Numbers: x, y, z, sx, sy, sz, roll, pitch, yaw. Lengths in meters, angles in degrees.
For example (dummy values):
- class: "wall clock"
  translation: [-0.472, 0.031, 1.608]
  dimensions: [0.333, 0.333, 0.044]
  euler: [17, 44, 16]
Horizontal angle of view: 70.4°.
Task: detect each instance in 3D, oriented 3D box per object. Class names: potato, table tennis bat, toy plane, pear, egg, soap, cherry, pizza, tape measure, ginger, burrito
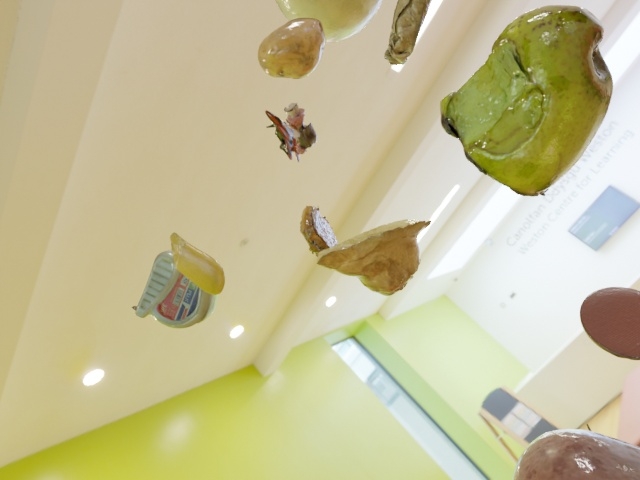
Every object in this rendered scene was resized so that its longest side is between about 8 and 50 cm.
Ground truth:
- class: "potato"
  translation: [-0.056, -0.386, 0.925]
  dimensions: [0.147, 0.111, 0.112]
  euler: [-20, -20, 15]
- class: "table tennis bat"
  translation: [0.812, 0.234, 1.155]
  dimensions: [0.201, 0.310, 0.038]
  euler: [-31, -48, 1]
- class: "toy plane"
  translation: [-0.107, -0.307, 1.290]
  dimensions: [0.061, 0.129, 0.189]
  euler: [-13, -32, 35]
- class: "pear"
  translation: [0.356, -0.230, 0.742]
  dimensions: [0.164, 0.238, 0.255]
  euler: [-10, -29, -38]
- class: "egg"
  translation: [0.047, -0.647, 1.072]
  dimensions: [0.338, 0.201, 0.336]
  euler: [-9, -69, -24]
- class: "soap"
  translation: [-0.269, 0.052, 0.965]
  dimensions: [0.033, 0.169, 0.089]
  euler: [-33, -31, -57]
- class: "cherry"
  translation: [0.386, 0.392, 0.591]
  dimensions: [0.221, 0.261, 0.307]
  euler: [-58, 10, 38]
- class: "pizza"
  translation: [0.000, 0.000, 1.267]
  dimensions: [0.069, 0.147, 0.226]
  euler: [-23, -38, 15]
- class: "tape measure"
  translation: [-0.452, 0.162, 1.469]
  dimensions: [0.125, 0.246, 0.242]
  euler: [-43, -23, -77]
- class: "ginger"
  translation: [0.077, 0.039, 0.706]
  dimensions: [0.193, 0.115, 0.122]
  euler: [-14, -77, -29]
- class: "burrito"
  translation: [0.131, -0.333, 0.611]
  dimensions: [0.058, 0.045, 0.188]
  euler: [-60, -9, -76]

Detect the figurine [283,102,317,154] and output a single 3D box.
- class: "figurine"
  translation: [-0.051, -0.287, 1.166]
  dimensions: [0.072, 0.054, 0.129]
  euler: [-57, -38, -28]
